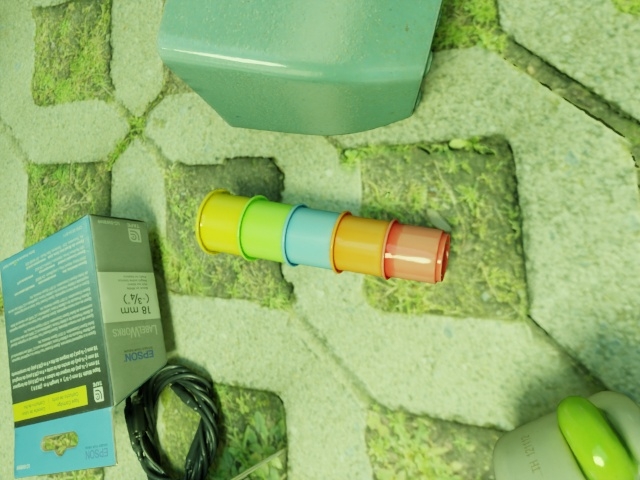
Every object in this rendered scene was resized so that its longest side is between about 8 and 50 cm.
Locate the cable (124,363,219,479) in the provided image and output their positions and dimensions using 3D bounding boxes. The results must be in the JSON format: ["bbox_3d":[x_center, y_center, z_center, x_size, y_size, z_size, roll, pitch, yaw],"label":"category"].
[{"bbox_3d":[-0.207,0.277,0.660,0.151,0.047,0.184,-27,69,13],"label":"cable"}]

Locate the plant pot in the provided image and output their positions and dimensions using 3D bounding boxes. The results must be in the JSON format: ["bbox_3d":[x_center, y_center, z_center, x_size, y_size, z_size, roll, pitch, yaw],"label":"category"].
[{"bbox_3d":[0.009,-0.256,0.527,0.253,0.248,0.246,13,89,6],"label":"plant pot"}]

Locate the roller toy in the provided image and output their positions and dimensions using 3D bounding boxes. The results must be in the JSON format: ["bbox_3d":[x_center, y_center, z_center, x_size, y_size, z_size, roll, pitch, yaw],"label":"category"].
[{"bbox_3d":[0.244,0.243,0.382,0.146,0.191,0.209,-33,61,17],"label":"roller toy"}]

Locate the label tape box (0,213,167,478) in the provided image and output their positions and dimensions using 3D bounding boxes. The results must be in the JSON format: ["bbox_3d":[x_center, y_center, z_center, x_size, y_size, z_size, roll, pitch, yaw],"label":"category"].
[{"bbox_3d":[-0.359,0.158,0.691,0.241,0.106,0.333,-20,76,27],"label":"label tape box"}]

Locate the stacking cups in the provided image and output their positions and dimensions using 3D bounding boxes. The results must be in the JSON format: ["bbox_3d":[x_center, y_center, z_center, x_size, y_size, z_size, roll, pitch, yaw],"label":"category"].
[{"bbox_3d":[0.000,0.000,0.585,0.317,0.096,0.095,10,88,19],"label":"stacking cups"}]

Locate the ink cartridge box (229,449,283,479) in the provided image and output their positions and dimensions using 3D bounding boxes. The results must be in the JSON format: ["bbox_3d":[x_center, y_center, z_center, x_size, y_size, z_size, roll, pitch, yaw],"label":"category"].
[{"bbox_3d":[-0.186,0.412,0.540,0.353,0.207,0.119,-40,69,15],"label":"ink cartridge box"}]
